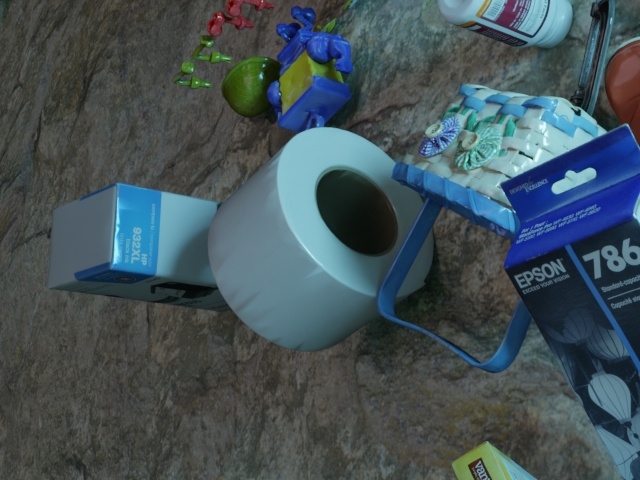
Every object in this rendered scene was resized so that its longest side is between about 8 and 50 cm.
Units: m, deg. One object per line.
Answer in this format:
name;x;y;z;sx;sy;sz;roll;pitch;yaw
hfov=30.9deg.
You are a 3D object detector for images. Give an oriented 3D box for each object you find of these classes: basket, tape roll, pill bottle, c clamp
basket;0.181;-0.018;1.265;0.255;0.201;0.289;23;92;60
tape roll;0.000;0.000;1.483;0.169;0.246;0.246;-38;50;42
pill bottle;0.216;-0.273;1.342;0.086;0.152;0.086;-23;61;50
c clamp;0.303;-0.207;1.281;0.137;0.022;0.160;-93;14;-85

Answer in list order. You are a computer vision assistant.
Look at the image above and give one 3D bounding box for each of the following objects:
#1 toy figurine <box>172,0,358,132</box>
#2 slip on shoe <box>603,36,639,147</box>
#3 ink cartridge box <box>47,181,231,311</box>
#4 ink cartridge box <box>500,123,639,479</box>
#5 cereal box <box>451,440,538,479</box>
toy figurine;-0.058;-0.230;1.703;0.362;0.191;0.217;-40;54;43
slip on shoe;0.358;-0.091;1.126;0.123;0.101;0.331;-54;38;34
ink cartridge box;-0.221;0.019;1.738;0.223;0.307;0.129;-16;68;52
ink cartridge box;0.285;0.074;1.059;0.165;0.065;0.332;-29;91;49
cereal box;0.222;0.303;1.078;0.047;0.240;0.173;-35;47;13
